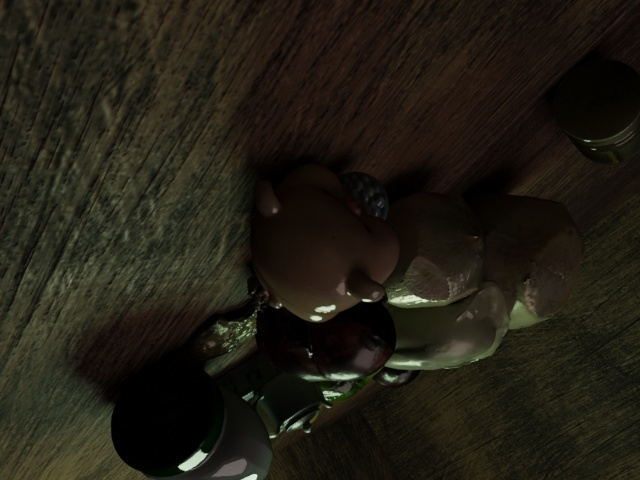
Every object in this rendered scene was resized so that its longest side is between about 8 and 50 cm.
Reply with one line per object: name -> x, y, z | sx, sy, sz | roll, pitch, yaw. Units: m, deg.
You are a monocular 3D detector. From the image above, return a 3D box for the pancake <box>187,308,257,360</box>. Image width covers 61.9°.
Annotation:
pancake -> -0.166, 0.183, 1.108 | 0.235, 0.029, 0.212 | -20, 154, -31

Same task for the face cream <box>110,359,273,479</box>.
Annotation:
face cream -> -0.259, 0.413, 1.124 | 0.357, 0.312, 0.220 | 73, 32, -53

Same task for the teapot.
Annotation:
teapot -> -0.072, 0.419, 1.343 | 0.239, 0.149, 0.162 | -6, 145, -48

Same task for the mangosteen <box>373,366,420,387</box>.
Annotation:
mangosteen -> 0.243, 0.380, 1.851 | 0.228, 0.228, 0.266 | -32, 127, -4

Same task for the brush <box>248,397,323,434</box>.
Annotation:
brush -> -0.083, 0.458, 1.629 | 0.166, 0.174, 0.267 | 16, 113, -52

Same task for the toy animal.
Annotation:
toy animal -> -0.013, 0.016, 0.767 | 0.221, 0.210, 0.229 | -52, 178, 34

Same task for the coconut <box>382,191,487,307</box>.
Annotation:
coconut -> 0.206, 0.017, 0.998 | 0.230, 0.227, 0.227 | -13, 177, 43

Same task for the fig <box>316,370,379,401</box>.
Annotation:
fig -> 0.077, 0.358, 1.497 | 0.235, 0.203, 0.203 | 0, 170, 24

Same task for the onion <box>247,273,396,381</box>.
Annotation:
onion -> 0.007, 0.151, 0.963 | 0.221, 0.280, 0.281 | -54, 163, -17

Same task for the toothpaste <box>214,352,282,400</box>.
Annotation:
toothpaste -> -0.180, 0.357, 1.375 | 0.336, 0.081, 0.067 | -31, 158, -8

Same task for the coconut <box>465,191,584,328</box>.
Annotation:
coconut -> 0.455, 0.039, 1.305 | 0.352, 0.353, 0.353 | -28, 157, -13

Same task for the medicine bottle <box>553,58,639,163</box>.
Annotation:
medicine bottle -> 0.590, -0.250, 1.104 | 0.151, 0.151, 0.322 | -44, 156, 24

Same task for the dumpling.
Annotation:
dumpling -> 0.243, 0.219, 1.205 | 0.394, 0.233, 0.316 | -23, 126, 26
